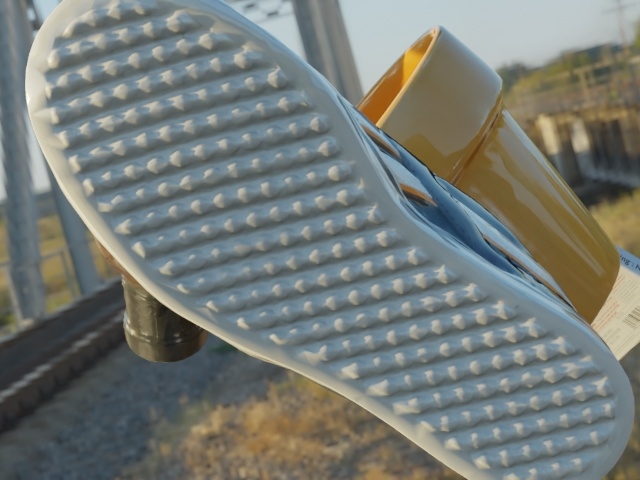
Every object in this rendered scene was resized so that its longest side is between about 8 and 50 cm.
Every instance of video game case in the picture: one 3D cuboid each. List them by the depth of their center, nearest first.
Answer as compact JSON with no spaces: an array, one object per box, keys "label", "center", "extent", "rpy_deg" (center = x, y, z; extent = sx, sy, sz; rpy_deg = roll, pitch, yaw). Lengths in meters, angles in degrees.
[{"label":"video game case","center":[0.238,0.048,1.413],"extent":[0.023,0.193,0.212],"rpy_deg":[-57,-4,-29]}]

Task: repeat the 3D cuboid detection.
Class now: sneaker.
[{"label":"sneaker","center":[0.000,0.000,0.669],"extent":[0.126,0.321,0.127],"rpy_deg":[-48,11,6]}]

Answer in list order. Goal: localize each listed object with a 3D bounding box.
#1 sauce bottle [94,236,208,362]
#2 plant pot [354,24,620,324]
[{"label":"sauce bottle","center":[-0.127,-0.050,1.066],"extent":[0.111,0.344,0.111],"rpy_deg":[1,39,-1]},{"label":"plant pot","center":[0.085,-0.003,0.922],"extent":[0.205,0.188,0.205],"rpy_deg":[-51,7,9]}]
